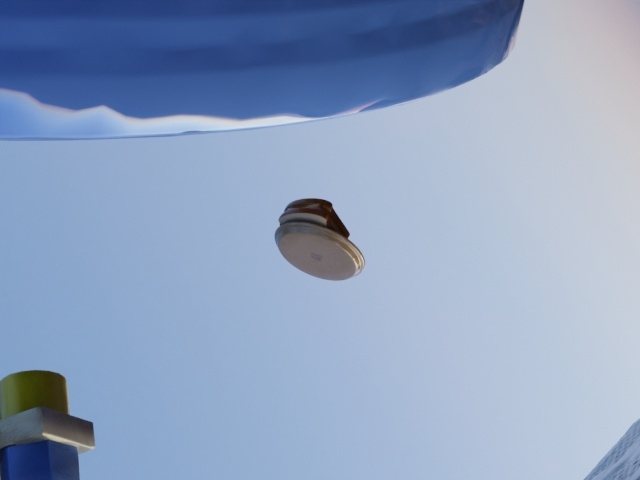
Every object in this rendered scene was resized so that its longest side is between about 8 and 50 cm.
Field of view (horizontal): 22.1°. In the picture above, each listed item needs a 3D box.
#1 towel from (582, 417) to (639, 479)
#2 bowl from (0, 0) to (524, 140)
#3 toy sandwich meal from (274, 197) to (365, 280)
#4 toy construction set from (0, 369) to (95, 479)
[{"bbox_3d":[0.337,0.212,1.630,0.040,0.271,0.370,45,150,7],"label":"towel"},{"bbox_3d":[-0.122,-0.127,0.574,0.391,0.391,0.077,-83,-3,-70],"label":"bowl"},{"bbox_3d":[0.000,0.000,1.311,0.085,0.086,0.029,44,-125,-34],"label":"toy sandwich meal"},{"bbox_3d":[-0.255,0.154,0.698,0.215,0.327,0.151,8,-133,-34],"label":"toy construction set"}]
